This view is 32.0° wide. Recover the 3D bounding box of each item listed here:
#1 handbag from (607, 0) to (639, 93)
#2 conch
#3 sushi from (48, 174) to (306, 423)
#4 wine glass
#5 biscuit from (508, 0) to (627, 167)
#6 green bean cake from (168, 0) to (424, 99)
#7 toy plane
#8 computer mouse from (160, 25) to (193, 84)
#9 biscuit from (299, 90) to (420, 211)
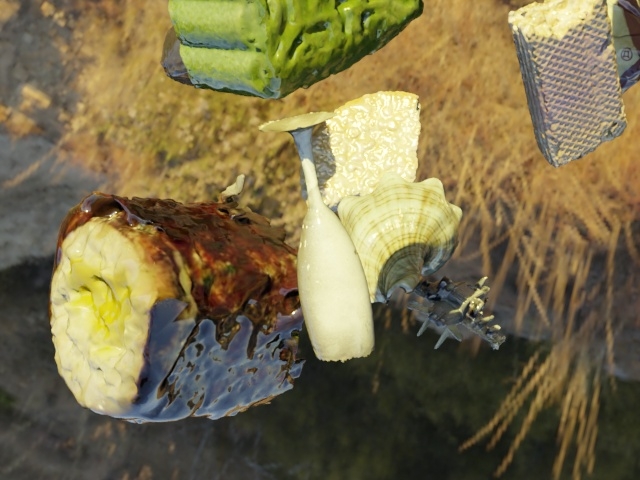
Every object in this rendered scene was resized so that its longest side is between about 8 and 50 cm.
[{"bbox_3d":[0.390,-0.262,1.609,0.127,0.213,0.235,7,145,-22],"label":"handbag"},{"bbox_3d":[0.097,-0.005,1.618,0.203,0.386,0.170,-39,85,18],"label":"conch"},{"bbox_3d":[-0.194,0.082,1.489,0.294,0.299,0.281,-3,132,-42],"label":"sushi"},{"bbox_3d":[0.000,0.000,0.888,0.066,0.066,0.198,-1,108,33],"label":"wine glass"},{"bbox_3d":[0.291,-0.194,1.296,0.108,0.062,0.239,-27,137,-2],"label":"biscuit"},{"bbox_3d":[-0.019,-0.254,0.957,0.124,0.248,0.222,11,120,39],"label":"green bean cake"},{"bbox_3d":[0.233,0.096,1.807,0.192,0.262,0.088,35,122,17],"label":"toy plane"},{"bbox_3d":[-0.130,-0.291,1.636,0.182,0.323,0.116,-21,105,10],"label":"computer mouse"},{"bbox_3d":[0.076,-0.136,1.810,0.188,0.265,0.040,45,170,13],"label":"biscuit"}]
